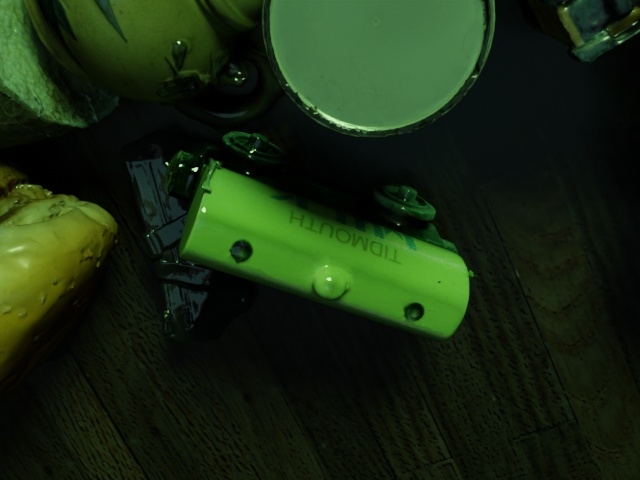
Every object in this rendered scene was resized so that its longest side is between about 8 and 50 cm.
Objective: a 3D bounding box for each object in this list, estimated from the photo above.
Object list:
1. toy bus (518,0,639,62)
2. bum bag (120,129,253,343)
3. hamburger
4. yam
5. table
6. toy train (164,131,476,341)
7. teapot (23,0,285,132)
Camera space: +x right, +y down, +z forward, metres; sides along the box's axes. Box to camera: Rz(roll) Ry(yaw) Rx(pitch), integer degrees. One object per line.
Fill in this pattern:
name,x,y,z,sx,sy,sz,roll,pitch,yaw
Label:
toy bus,0.135,-0.293,0.434,0.162,0.194,0.323,-30,105,16
bum bag,-0.118,-0.003,0.641,0.087,0.049,0.197,-15,104,-11
hamburger,-0.291,0.047,0.588,0.163,0.244,0.244,31,110,-7
yam,-0.296,-0.136,0.564,0.254,0.154,0.154,-9,107,9
table,0.042,-0.149,0.478,0.126,0.220,0.126,2,109,7
toy train,0.000,0.000,0.551,0.253,0.157,0.105,20,112,-15
teapot,-0.097,-0.185,0.511,0.182,0.173,0.269,-13,139,21
